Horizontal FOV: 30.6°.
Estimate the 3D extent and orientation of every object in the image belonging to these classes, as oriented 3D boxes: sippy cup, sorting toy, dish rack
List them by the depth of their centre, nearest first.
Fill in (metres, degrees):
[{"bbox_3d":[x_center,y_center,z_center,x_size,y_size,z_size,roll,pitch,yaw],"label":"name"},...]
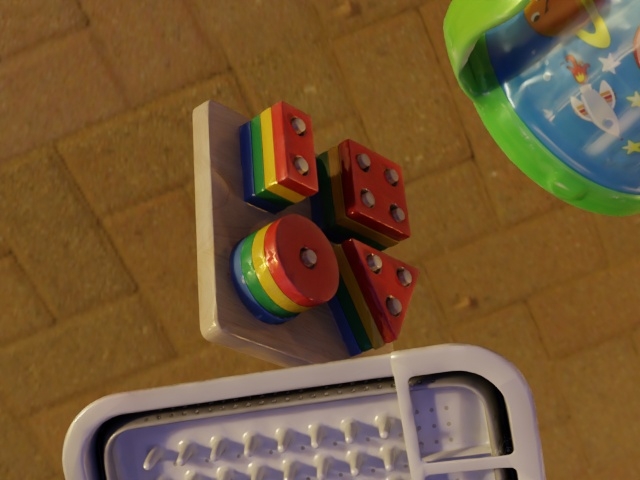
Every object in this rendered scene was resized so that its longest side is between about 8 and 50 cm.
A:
[{"bbox_3d":[-0.001,0.217,0.854,0.332,0.072,0.286,-9,102,5],"label":"dish rack"},{"bbox_3d":[0.264,-0.170,0.902,0.240,0.305,0.224,50,141,2],"label":"sippy cup"},{"bbox_3d":[0.000,0.000,1.173,0.089,0.256,0.257,-27,145,34],"label":"sorting toy"}]
